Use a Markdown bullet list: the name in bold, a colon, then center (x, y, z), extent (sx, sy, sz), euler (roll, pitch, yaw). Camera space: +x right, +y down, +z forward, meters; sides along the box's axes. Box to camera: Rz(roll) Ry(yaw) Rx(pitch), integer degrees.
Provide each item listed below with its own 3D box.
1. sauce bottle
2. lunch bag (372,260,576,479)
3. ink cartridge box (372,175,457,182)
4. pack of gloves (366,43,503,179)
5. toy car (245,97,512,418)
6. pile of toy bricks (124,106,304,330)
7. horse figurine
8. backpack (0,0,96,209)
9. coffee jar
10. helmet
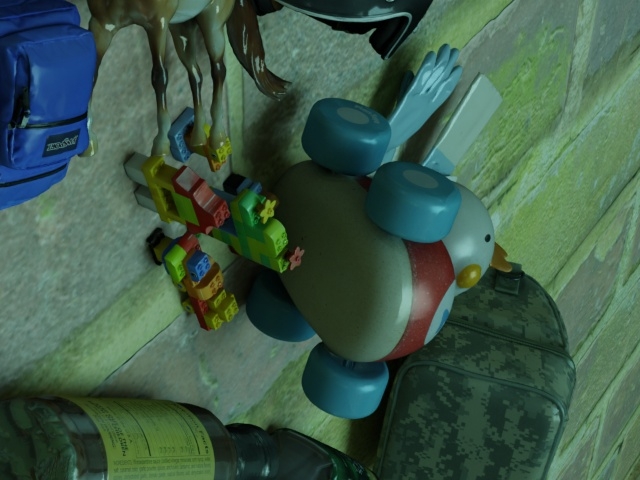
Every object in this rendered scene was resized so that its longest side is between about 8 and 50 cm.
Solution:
- **sauce bottle**: center (-0.139, 0.182, 0.974), extent (0.344, 0.111, 0.111), euler (23, 90, -64)
- **lunch bag**: center (0.193, 0.207, 1.518), extent (0.256, 0.213, 0.305), euler (-60, 162, -55)
- **ink cartridge box**: center (0.103, -0.009, 1.278), extent (0.181, 0.062, 0.104), euler (-7, 126, -56)
- **pack of gloves**: center (0.086, -0.094, 1.275), extent (0.232, 0.046, 0.195), euler (-56, 153, 2)
- **toy car**: center (0.090, 0.012, 1.085), extent (0.238, 0.210, 0.219), euler (-2, 124, -34)
- **pile of toy bricks**: center (-0.063, -0.007, 0.968), extent (0.118, 0.105, 0.212), euler (-53, 151, -28)
- **horse figurine**: center (-0.095, -0.145, 0.803), extent (0.263, 0.066, 0.174), euler (-17, 109, -69)
- **backpack**: center (-0.184, -0.075, 0.692), extent (0.098, 0.101, 0.120), euler (-19, 130, -49)
- **coffee jar**: center (0.001, 0.263, 1.323), extent (0.079, 0.096, 0.184), euler (-60, 154, -7)
- **helmet**: center (0.020, -0.222, 0.890), extent (0.169, 0.169, 0.161), euler (-60, 170, -14)
